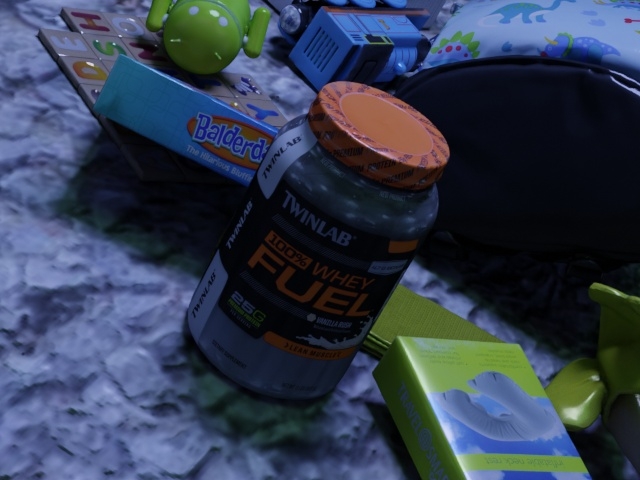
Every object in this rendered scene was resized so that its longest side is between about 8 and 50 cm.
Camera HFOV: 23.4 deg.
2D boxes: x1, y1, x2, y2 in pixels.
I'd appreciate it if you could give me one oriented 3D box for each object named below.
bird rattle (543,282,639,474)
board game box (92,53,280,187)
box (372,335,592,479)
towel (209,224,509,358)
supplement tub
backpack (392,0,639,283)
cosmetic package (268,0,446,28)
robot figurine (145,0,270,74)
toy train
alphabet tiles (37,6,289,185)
[{"bbox_3d":[0.261,0.129,1.148,0.253,0.143,0.207,9,44,-56],"label":"bird rattle"},{"bbox_3d":[-0.057,-0.068,1.131,0.210,0.047,0.160,26,3,-6],"label":"board game box"},{"bbox_3d":[0.114,0.142,1.009,0.109,0.042,0.178,6,41,-32],"label":"box"},{"bbox_3d":[0.037,0.045,1.138,0.237,0.021,0.102,29,29,0],"label":"towel"},{"bbox_3d":[0.000,0.000,0.999,0.117,0.190,0.117,21,29,-13],"label":"supplement tub"},{"bbox_3d":[0.228,-0.114,1.349,0.290,0.273,0.355,8,5,25],"label":"backpack"},{"bbox_3d":[0.008,-0.336,1.609,0.224,0.138,0.224,-13,50,-49],"label":"cosmetic package"},{"bbox_3d":[-0.096,-0.183,1.322,0.101,0.067,0.115,17,30,-2],"label":"robot figurine"},{"bbox_3d":[0.039,-0.194,1.477,0.184,0.080,0.105,-8,54,-51],"label":"toy train"},{"bbox_3d":[-0.117,-0.121,1.283,0.198,0.009,0.237,0,40,-41],"label":"alphabet tiles"}]
